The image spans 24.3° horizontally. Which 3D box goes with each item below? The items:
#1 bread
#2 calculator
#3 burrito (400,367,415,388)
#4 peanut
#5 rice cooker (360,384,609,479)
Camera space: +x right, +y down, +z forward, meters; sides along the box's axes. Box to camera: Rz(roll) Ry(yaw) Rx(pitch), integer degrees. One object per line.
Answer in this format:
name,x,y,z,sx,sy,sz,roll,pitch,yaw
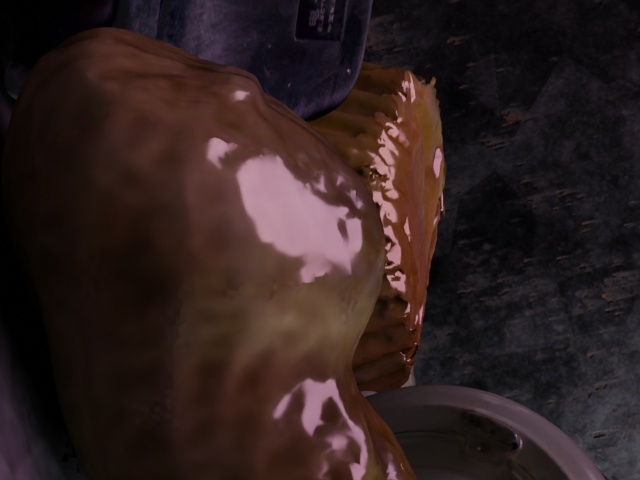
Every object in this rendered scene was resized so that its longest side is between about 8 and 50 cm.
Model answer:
bread,-0.004,0.002,0.876,0.240,0.139,0.239,1,90,-79
calculator,-0.040,-0.133,0.697,0.268,0.040,0.177,-13,113,-59
burrito,0.025,0.131,1.124,0.143,0.105,0.299,-37,114,-80
peanut,-0.037,0.039,0.567,0.122,0.137,0.253,-76,153,-75
rice cooker,0.072,0.199,0.828,0.244,0.226,0.226,59,17,-63
